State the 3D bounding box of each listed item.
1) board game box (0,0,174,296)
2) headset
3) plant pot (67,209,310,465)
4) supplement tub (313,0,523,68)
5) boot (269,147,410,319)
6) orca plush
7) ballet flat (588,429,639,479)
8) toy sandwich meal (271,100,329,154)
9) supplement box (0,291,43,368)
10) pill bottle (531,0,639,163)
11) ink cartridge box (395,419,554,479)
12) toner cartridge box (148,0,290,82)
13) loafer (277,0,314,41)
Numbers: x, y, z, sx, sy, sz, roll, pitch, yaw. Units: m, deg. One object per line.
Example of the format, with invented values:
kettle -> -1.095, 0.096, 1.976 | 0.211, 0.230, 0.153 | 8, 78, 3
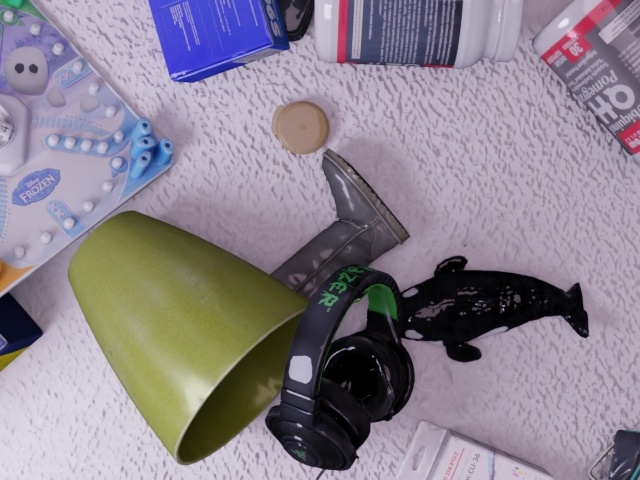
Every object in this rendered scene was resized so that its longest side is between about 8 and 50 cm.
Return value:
board game box -> -0.451, -0.155, 1.514 | 0.390, 0.050, 0.390 | 48, 58, 0
headset -> 0.054, 0.227, 1.520 | 0.185, 0.243, 0.394 | 18, 123, 26
plant pot -> -0.195, 0.103, 1.528 | 0.293, 0.275, 0.274 | 41, 90, 17
supplement tub -> 0.129, -0.333, 1.545 | 0.272, 0.191, 0.191 | 3, 90, 0
boot -> -0.001, -0.001, 1.610 | 0.208, 0.076, 0.189 | -39, 88, 6
orca plush -> 0.238, 0.105, 1.586 | 0.287, 0.102, 0.151 | 11, 90, 0
ballet flat -> 0.407, 0.360, 1.607 | 0.074, 0.074, 0.203 | 23, 96, 0
toy sandwich meal -> -0.029, -0.162, 1.626 | 0.086, 0.029, 0.085 | 0, 89, -5
supplement box -> -0.594, 0.179, 1.539 | 0.356, 0.194, 0.195 | -42, 90, -1
pill bottle -> 0.457, -0.215, 1.552 | 0.176, 0.176, 0.318 | -42, 89, 0
ink cartridge box -> 0.215, 0.345, 1.601 | 0.198, 0.067, 0.115 | 22, 90, 0
toner cartridge box -> -0.172, -0.410, 1.581 | 0.165, 0.075, 0.347 | -15, 90, 18
loafer -> -0.044, -0.396, 1.601 | 0.076, 0.078, 0.223 | 2, 90, 0
